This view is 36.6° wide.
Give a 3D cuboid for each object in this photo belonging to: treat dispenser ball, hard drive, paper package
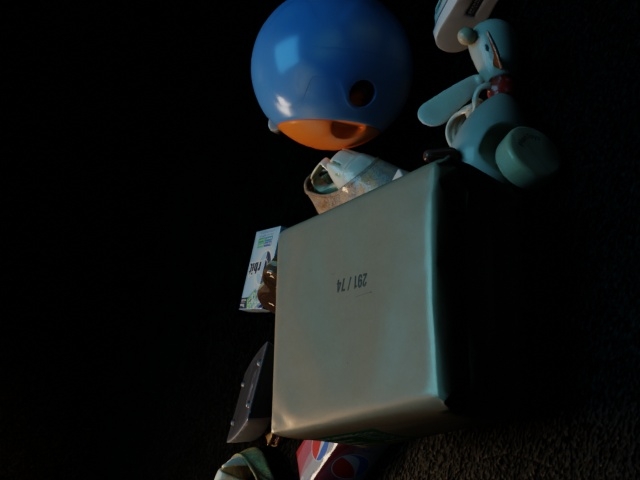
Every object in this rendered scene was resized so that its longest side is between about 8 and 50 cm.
[{"bbox_3d":[0.021,-0.305,1.715,0.288,0.288,0.288,-50,31,46],"label":"treat dispenser ball"},{"bbox_3d":[-0.124,0.305,1.881,0.254,0.054,0.172,123,162,-65],"label":"hard drive"},{"bbox_3d":[0.097,0.098,1.246,0.325,0.168,0.309,-22,58,47],"label":"paper package"}]

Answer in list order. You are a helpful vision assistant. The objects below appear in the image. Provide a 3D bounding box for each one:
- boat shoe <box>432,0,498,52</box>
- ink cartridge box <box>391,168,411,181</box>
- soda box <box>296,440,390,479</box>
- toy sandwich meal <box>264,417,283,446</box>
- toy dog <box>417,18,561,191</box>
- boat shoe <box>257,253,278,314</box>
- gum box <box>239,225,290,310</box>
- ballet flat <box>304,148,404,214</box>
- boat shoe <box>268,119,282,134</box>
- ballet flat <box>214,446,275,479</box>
[{"bbox_3d":[0.254,-0.416,1.502,0.267,0.096,0.088,117,153,-47],"label":"boat shoe"},{"bbox_3d":[0.138,-0.030,1.528,0.115,0.067,0.198,-62,24,28],"label":"ink cartridge box"},{"bbox_3d":[0.056,0.285,1.480,0.263,0.084,0.092,-61,24,31],"label":"soda box"},{"bbox_3d":[-0.089,0.359,1.859,0.085,0.029,0.085,-50,31,46],"label":"toy sandwich meal"},{"bbox_3d":[0.207,-0.176,1.336,0.220,0.161,0.333,-60,25,31],"label":"toy dog"},{"bbox_3d":[-0.060,0.080,1.890,0.095,0.095,0.257,-55,-4,-20],"label":"boat shoe"},{"bbox_3d":[-0.119,0.066,2.132,0.157,0.041,0.184,-10,67,66],"label":"gum box"},{"bbox_3d":[0.044,-0.105,1.722,0.107,0.106,0.316,-42,10,-22],"label":"ballet flat"},{"bbox_3d":[-0.092,-0.326,2.353,0.040,0.049,0.142,46,-120,-70],"label":"boat shoe"},{"bbox_3d":[-0.137,0.465,1.785,0.123,0.123,0.348,-71,21,6],"label":"ballet flat"}]
